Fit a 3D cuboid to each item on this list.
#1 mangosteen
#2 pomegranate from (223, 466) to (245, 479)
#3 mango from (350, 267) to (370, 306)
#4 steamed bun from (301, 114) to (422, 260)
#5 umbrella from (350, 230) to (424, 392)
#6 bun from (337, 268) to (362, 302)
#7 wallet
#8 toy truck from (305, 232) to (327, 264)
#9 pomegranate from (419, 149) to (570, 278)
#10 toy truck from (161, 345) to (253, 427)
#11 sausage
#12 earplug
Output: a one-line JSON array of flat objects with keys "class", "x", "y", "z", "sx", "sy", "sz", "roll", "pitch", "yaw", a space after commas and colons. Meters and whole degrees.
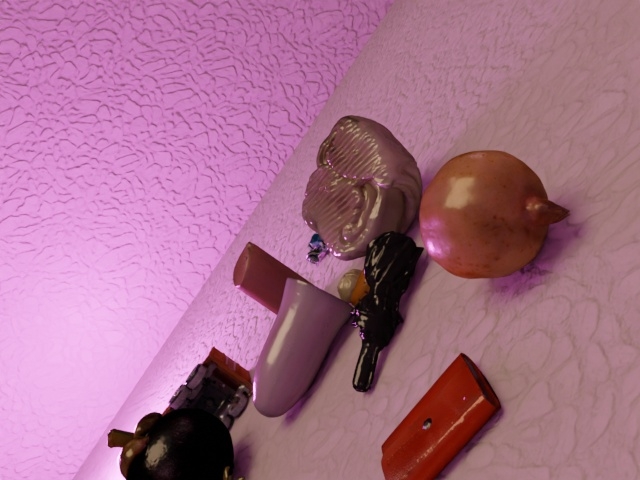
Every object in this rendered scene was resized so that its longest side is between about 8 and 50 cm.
[{"class": "mangosteen", "x": -0.353, "y": 0.506, "z": 1.600, "sx": 0.275, "sy": 0.302, "sz": 0.274, "roll": -157, "pitch": 90, "yaw": -85}, {"class": "pomegranate", "x": -0.241, "y": 0.571, "z": 1.423, "sx": 0.156, "sy": 0.156, "sz": 0.220, "roll": -31, "pitch": 30, "yaw": 57}, {"class": "mango", "x": 0.105, "y": 0.100, "z": 1.519, "sx": 0.114, "sy": 0.057, "sz": 0.079, "roll": -55, "pitch": 22, "yaw": 15}, {"class": "steamed bun", "x": 0.124, "y": -0.117, "z": 1.640, "sx": 0.324, "sy": 0.220, "sz": 0.309, "roll": 43, "pitch": 115, "yaw": 50}, {"class": "umbrella", "x": 0.119, "y": 0.134, "z": 1.357, "sx": 0.118, "sy": 0.118, "sz": 0.339, "roll": -31, "pitch": 38, "yaw": 57}, {"class": "bun", "x": 0.070, "y": 0.103, "z": 1.622, "sx": 0.086, "sy": 0.055, "sz": 0.086, "roll": -50, "pitch": 16, "yaw": 19}, {"class": "wallet", "x": 0.166, "y": 0.271, "z": 1.002, "sx": 0.204, "sy": 0.045, "sz": 0.142, "roll": -52, "pitch": 16, "yaw": 13}, {"class": "toy truck", "x": 0.001, "y": -0.001, "z": 2.005, "sx": 0.154, "sy": 0.078, "sz": 0.080, "roll": -41, "pitch": 20, "yaw": 44}, {"class": "pomegranate", "x": 0.254, "y": -0.038, "z": 1.077, "sx": 0.207, "sy": 0.207, "sz": 0.207, "roll": -50, "pitch": 16, "yaw": 20}, {"class": "toy truck", "x": -0.359, "y": 0.492, "z": 1.914, "sx": 0.387, "sy": 0.173, "sz": 0.207, "roll": -52, "pitch": 9, "yaw": 2}, {"class": "sausage", "x": -0.115, "y": 0.120, "z": 1.782, "sx": 0.123, "sy": 0.253, "sz": 0.123, "roll": -45, "pitch": 22, "yaw": 23}, {"class": "earplug", "x": -0.059, "y": 0.254, "z": 1.542, "sx": 0.301, "sy": 0.172, "sz": 0.172, "roll": -65, "pitch": 17, "yaw": -10}]
